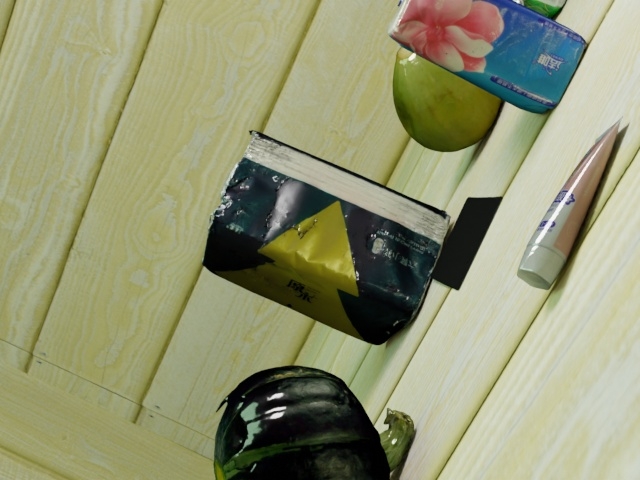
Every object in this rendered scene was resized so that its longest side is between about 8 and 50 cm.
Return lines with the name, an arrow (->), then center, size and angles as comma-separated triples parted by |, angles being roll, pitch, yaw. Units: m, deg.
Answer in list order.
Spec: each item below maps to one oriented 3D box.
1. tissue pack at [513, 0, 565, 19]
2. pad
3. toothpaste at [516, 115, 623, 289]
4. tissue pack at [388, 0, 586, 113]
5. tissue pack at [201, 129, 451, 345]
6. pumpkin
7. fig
tissue pack -> 0.358, -0.436, 1.805 | 0.156, 0.148, 0.209 | -65, 2, -12
pad -> 0.237, 0.001, 1.582 | 0.160, 0.009, 0.265 | -64, 3, 1
toothpaste -> 0.261, -0.040, 0.997 | 0.194, 0.043, 0.067 | -59, -2, -18
tissue pack -> 0.241, -0.302, 1.453 | 0.209, 0.269, 0.137 | -85, 19, -76
tissue pack -> 0.000, 0.000, 1.838 | 0.264, 0.416, 0.253 | 120, 175, -67
pumpkin -> -0.002, 0.306, 1.260 | 0.296, 0.295, 0.296 | -155, 90, -88
fig -> 0.236, -0.285, 1.900 | 0.207, 0.230, 0.207 | -155, 90, -88
